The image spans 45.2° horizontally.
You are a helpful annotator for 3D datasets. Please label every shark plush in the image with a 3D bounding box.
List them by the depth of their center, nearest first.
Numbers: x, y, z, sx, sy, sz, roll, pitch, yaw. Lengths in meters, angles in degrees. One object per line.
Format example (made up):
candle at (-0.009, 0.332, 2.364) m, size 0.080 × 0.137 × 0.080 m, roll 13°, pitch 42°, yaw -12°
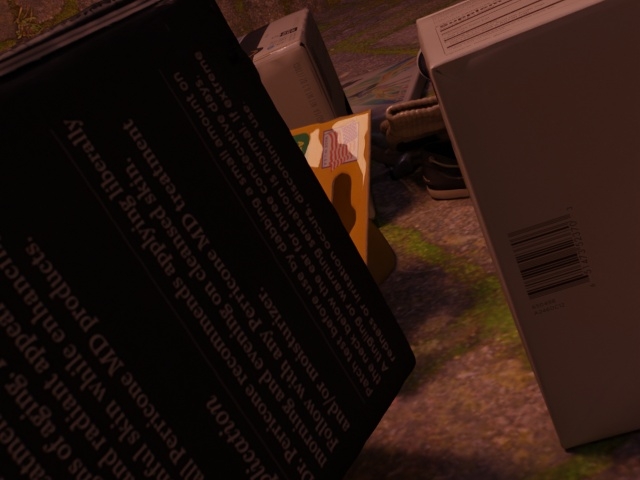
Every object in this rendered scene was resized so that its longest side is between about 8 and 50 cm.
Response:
shark plush at (0.136, -0.138, 1.025) m, size 0.161 × 0.067 × 0.073 m, roll -17°, pitch 23°, yaw 16°

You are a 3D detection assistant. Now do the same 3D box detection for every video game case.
video game case at (0.039, -0.234, 1.384) m, size 0.299 × 0.036 × 0.329 m, roll -15°, pitch 23°, yaw 21°

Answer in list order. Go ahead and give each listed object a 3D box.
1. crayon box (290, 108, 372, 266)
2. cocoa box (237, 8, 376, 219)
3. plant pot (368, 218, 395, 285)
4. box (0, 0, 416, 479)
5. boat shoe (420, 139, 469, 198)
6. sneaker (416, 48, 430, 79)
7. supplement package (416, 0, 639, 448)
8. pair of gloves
crayon box at (-0.077, 0.017, 0.728) m, size 0.322 × 0.083 × 0.203 m, roll -10°, pitch 66°, yaw 32°
cocoa box at (-0.078, -0.144, 1.033) m, size 0.227 × 0.232 × 0.347 m, roll -21°, pitch 22°, yaw 9°
plant pot at (0.000, 0.000, 0.810) m, size 0.134 × 0.095 × 0.134 m, roll -21°, pitch 21°, yaw 8°
box at (-0.281, 0.133, 0.453) m, size 0.479 × 0.297 × 0.472 m, roll -16°, pitch 20°, yaw 42°
boat shoe at (0.204, -0.094, 0.859) m, size 0.206 × 0.065 × 0.075 m, roll -7°, pitch 27°, yaw 35°
sneaker at (0.279, -0.305, 1.221) m, size 0.282 × 0.099 × 0.153 m, roll -11°, pitch 23°, yaw 22°
supplement package at (0.197, -0.039, 0.475) m, size 0.204 × 0.262 × 0.145 m, roll -19°, pitch 22°, yaw 13°
pair of gloves at (0.191, -0.144, 0.911) m, size 0.240 × 0.042 × 0.204 m, roll -11°, pitch -2°, yaw 1°
